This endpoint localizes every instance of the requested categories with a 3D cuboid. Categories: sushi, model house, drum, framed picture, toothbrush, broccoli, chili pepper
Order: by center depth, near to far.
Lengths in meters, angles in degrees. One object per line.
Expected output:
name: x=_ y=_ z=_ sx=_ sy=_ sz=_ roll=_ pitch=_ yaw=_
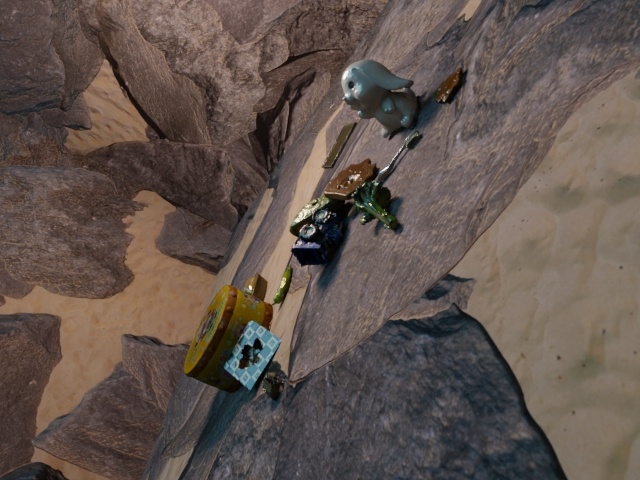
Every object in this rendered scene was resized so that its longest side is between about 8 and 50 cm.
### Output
broccoli: x=0.169 y=-0.090 z=1.308 sx=0.122 sy=0.118 sz=0.204 roll=-30 pitch=38 yaw=1
model house: x=-0.155 y=0.465 z=1.438 sx=0.083 sy=0.057 sz=0.058 roll=16 pitch=104 yaw=54
toothbrush: x=0.202 y=-0.211 z=1.491 sx=0.375 sy=0.028 sz=0.037 roll=-51 pitch=27 yaw=31
sushi: x=-0.247 y=0.428 z=1.686 sx=0.192 sy=0.040 sz=0.210 roll=23 pitch=78 yaw=41
chili pepper: x=-0.149 y=0.181 z=1.882 sx=0.049 sy=0.043 sz=0.208 roll=99 pitch=-168 yaw=-55
drum: x=-0.395 y=0.416 z=1.923 sx=0.431 sy=0.214 sz=0.431 roll=-52 pitch=19 yaw=27
framed picture: x=0.090 y=-0.472 z=2.247 sx=0.250 sy=0.016 sz=0.184 roll=-62 pitch=17 yaw=0

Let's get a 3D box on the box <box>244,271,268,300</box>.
box: x=-0.319 y=0.234 z=2.174 sx=0.111 sy=0.111 sz=0.177 roll=-50 pitch=20 yaw=32

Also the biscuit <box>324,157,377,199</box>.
biscuit: x=0.120 y=-0.220 z=1.619 sx=0.182 sy=0.034 sz=0.215 roll=13 pitch=53 yaw=48

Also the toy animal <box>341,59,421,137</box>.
toy animal: x=0.214 y=-0.495 z=1.538 sx=0.249 sy=0.289 sz=0.174 roll=13 pitch=72 yaw=51

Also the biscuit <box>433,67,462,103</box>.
biscuit: x=0.385 y=-0.460 z=1.366 sx=0.120 sy=0.019 sz=0.130 roll=-63 pitch=18 yaw=-5

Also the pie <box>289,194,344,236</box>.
pie: x=-0.014 y=-0.100 z=1.709 sx=0.247 sy=0.090 sz=0.201 roll=-36 pitch=-14 yaw=-3

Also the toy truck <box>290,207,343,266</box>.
toy truck: x=0.000 y=0.000 z=1.579 sx=0.126 sy=0.113 sz=0.208 roll=25 pitch=69 yaw=35
